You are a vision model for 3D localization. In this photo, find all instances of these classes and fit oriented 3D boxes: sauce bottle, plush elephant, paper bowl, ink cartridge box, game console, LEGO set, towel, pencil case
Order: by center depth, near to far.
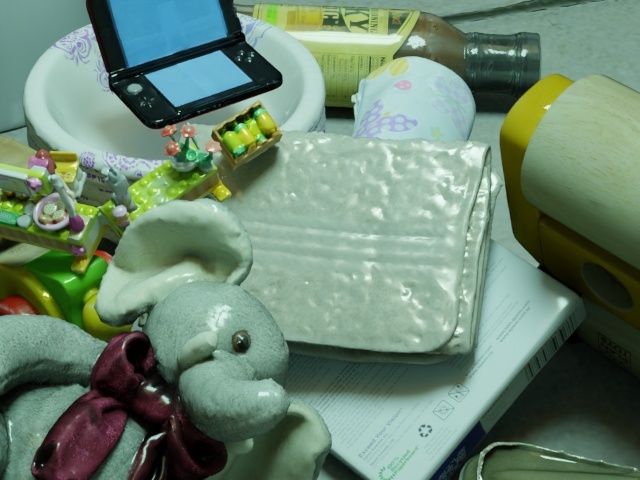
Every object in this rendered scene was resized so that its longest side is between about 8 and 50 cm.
[{"bbox_3d":[-0.119,0.128,0.984,0.255,0.272,0.330,-31,18,0],"label":"plush elephant"},{"bbox_3d":[-0.175,-0.060,1.095,0.287,0.107,0.132,-7,57,5],"label":"LEGO set"},{"bbox_3d":[0.000,0.000,1.142,0.282,0.049,0.187,6,73,16],"label":"towel"},{"bbox_3d":[0.063,0.078,1.154,0.224,0.045,0.223,36,77,32],"label":"ink cartridge box"},{"bbox_3d":[-0.122,-0.181,1.277,0.144,0.085,0.124,-22,45,-25],"label":"game console"},{"bbox_3d":[0.069,-0.066,1.344,0.124,0.113,0.273,28,42,-7],"label":"pencil case"},{"bbox_3d":[-0.137,-0.094,1.352,0.284,0.148,0.284,1,39,-1],"label":"paper bowl"},{"bbox_3d":[0.063,-0.196,1.514,0.344,0.111,0.111,2,39,0],"label":"sauce bottle"}]

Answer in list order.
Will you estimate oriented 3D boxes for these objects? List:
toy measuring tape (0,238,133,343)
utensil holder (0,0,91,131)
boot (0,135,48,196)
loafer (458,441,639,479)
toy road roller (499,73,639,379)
[{"bbox_3d":[-0.253,0.053,1.233,0.121,0.121,0.330,-28,25,-31],"label":"toy measuring tape"},{"bbox_3d":[-0.392,-0.348,1.473,0.328,0.385,0.327,0,39,0],"label":"utensil holder"},{"bbox_3d":[-0.390,0.002,1.223,0.236,0.089,0.269,22,52,41],"label":"boot"},{"bbox_3d":[0.227,0.198,1.045,0.251,0.087,0.094,15,41,17],"label":"loafer"},{"bbox_3d":[0.302,-0.028,1.142,0.240,0.329,0.202,-44,55,-16],"label":"toy road roller"}]
